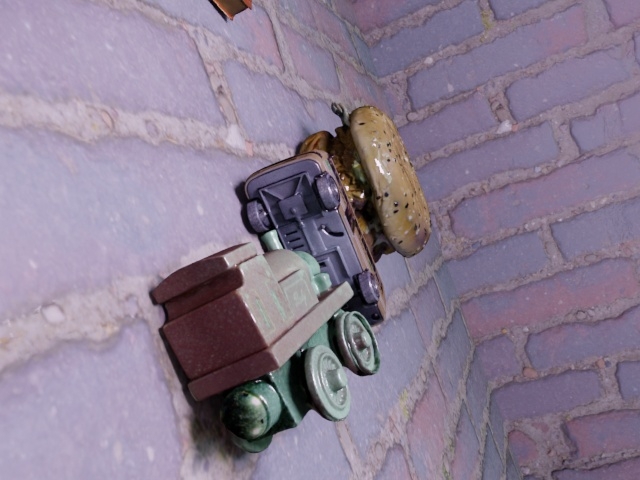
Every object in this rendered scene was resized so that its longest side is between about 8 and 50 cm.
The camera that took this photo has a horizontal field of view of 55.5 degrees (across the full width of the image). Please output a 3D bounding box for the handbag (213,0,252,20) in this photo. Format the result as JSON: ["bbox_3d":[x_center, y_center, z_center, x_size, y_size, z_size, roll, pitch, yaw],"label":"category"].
[{"bbox_3d":[-0.190,-0.486,1.039,0.190,0.062,0.127,40,35,-51],"label":"handbag"}]

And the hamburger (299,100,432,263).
[{"bbox_3d":[0.084,-0.118,1.223,0.277,0.195,0.318,42,31,-57],"label":"hamburger"}]

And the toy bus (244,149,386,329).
[{"bbox_3d":[0.000,0.000,0.954,0.157,0.139,0.289,-71,139,-67],"label":"toy bus"}]

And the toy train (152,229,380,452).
[{"bbox_3d":[-0.048,0.102,0.723,0.221,0.150,0.304,63,21,-1],"label":"toy train"}]
